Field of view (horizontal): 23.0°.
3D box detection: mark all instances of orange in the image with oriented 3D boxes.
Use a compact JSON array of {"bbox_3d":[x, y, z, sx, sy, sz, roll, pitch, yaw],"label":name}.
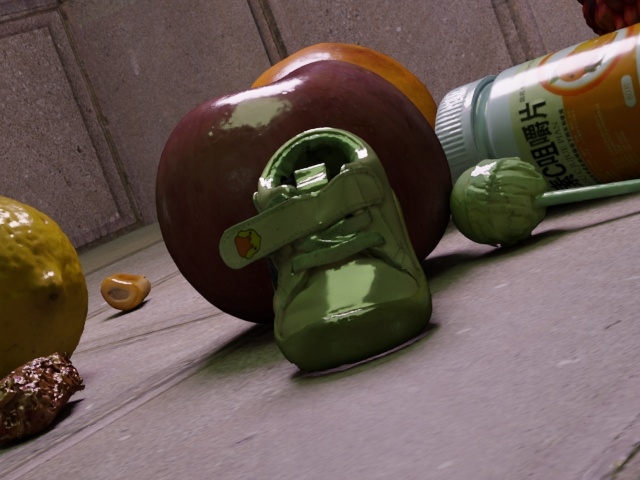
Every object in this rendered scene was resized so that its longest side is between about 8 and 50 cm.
[{"bbox_3d":[0.023,-0.108,1.884,0.261,0.261,0.261,-20,5,2],"label":"orange"}]

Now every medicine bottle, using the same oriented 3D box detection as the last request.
[{"bbox_3d":[0.291,-0.130,1.635,0.318,0.158,0.158,-17,7,37],"label":"medicine bottle"}]

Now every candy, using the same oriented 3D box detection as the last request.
[{"bbox_3d":[0.272,-0.049,1.454,0.335,0.093,0.092,-7,55,32],"label":"candy"}]

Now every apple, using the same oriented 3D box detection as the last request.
[{"bbox_3d":[-0.019,-0.051,1.573,0.305,0.235,0.306,-23,5,2],"label":"apple"}]

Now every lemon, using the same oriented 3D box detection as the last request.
[{"bbox_3d":[-0.386,0.069,1.723,0.267,0.267,0.267,-20,5,2],"label":"lemon"}]

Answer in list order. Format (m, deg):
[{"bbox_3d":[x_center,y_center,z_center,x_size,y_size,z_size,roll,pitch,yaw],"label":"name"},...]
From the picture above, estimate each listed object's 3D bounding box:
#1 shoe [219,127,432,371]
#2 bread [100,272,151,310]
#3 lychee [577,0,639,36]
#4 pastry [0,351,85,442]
[{"bbox_3d":[0.002,0.006,1.305,0.140,0.128,0.262,-30,27,18],"label":"shoe"},{"bbox_3d":[-0.283,0.074,2.274,0.062,0.049,0.103,14,5,0],"label":"bread"},{"bbox_3d":[0.471,-0.360,1.807,0.500,0.425,0.424,8,3,-5],"label":"lychee"},{"bbox_3d":[-0.278,0.145,1.509,0.087,0.063,0.169,-22,6,4],"label":"pastry"}]
